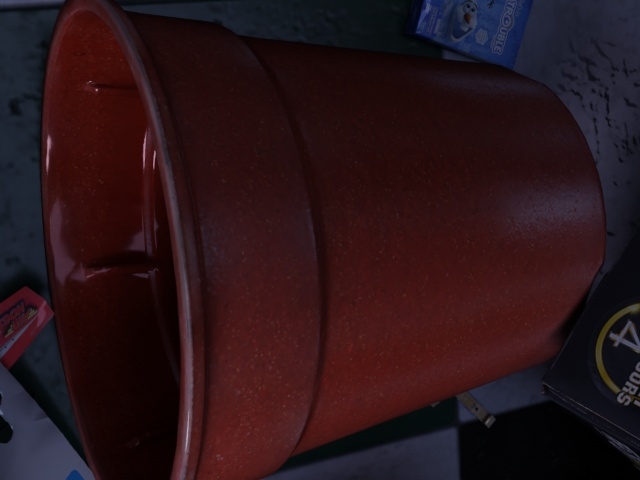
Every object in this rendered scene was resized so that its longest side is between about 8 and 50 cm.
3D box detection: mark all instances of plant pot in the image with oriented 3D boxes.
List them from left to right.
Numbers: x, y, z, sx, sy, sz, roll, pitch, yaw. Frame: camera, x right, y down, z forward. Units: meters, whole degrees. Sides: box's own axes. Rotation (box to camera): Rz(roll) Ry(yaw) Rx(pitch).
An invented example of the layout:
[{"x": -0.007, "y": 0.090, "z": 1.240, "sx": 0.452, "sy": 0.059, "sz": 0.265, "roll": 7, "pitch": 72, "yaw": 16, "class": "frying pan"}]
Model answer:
[{"x": 0.000, "y": 0.000, "z": 0.477, "sx": 0.265, "sy": 0.272, "sz": 0.272, "roll": -7, "pitch": 103, "yaw": -28, "class": "plant pot"}]

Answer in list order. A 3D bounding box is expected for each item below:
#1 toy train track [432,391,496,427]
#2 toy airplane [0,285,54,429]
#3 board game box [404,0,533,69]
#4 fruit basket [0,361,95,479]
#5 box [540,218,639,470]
[{"x": 0.119, "y": 0.128, "z": 0.672, "sx": 0.048, "sy": 0.014, "sz": 0.083, "roll": -48, "pitch": 114, "yaw": -6, "class": "toy train track"}, {"x": -0.246, "y": 0.069, "z": 0.507, "sx": 0.151, "sy": 0.028, "sz": 0.151, "roll": -4, "pitch": 106, "yaw": -15, "class": "toy airplane"}, {"x": 0.115, "y": -0.182, "z": 0.603, "sx": 0.090, "sy": 0.020, "sz": 0.090, "roll": 13, "pitch": 96, "yaw": -25, "class": "board game box"}, {"x": -0.247, "y": 0.191, "z": 0.379, "sx": 0.353, "sy": 0.165, "sz": 0.327, "roll": -55, "pitch": 135, "yaw": -39, "class": "fruit basket"}, {"x": 0.316, "y": 0.031, "z": 0.590, "sx": 0.318, "sy": 0.097, "sz": 0.395, "roll": -58, "pitch": 145, "yaw": -5, "class": "box"}]
